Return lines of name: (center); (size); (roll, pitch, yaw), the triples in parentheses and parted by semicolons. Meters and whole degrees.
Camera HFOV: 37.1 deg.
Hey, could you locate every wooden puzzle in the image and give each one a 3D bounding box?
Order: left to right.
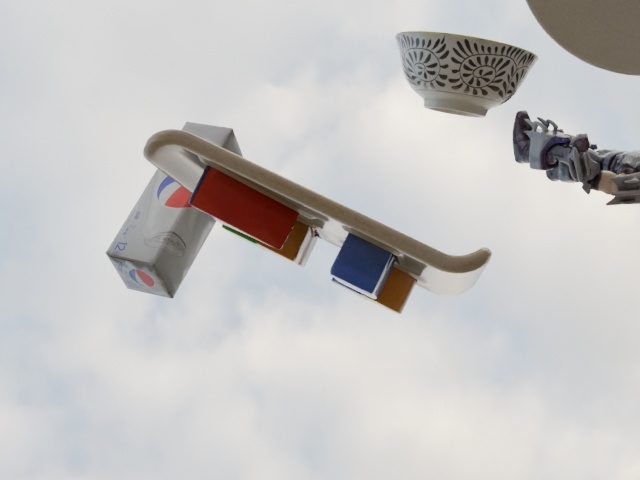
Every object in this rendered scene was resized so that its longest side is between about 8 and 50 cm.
wooden puzzle: (0.000, 0.000, 1.032); (0.348, 0.322, 0.080); (21, -95, 8)

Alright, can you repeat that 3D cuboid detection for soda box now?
soda box: (-0.223, -0.053, 1.515); (0.098, 0.091, 0.286); (73, -145, -50)

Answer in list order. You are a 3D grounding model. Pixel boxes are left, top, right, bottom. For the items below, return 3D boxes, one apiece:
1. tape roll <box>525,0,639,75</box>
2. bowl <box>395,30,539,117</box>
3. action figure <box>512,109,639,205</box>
tape roll: (0.370, -0.336, 0.930); (0.392, 0.072, 0.392); (-5, -47, -5)
bowl: (0.164, -0.190, 1.124); (0.170, 0.170, 0.080); (8, -85, -28)
action figure: (0.379, -0.106, 1.266); (0.185, 0.285, 0.099); (2, -78, -29)
